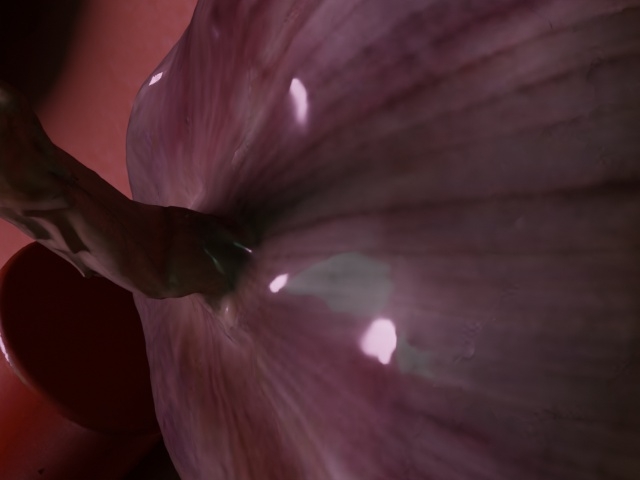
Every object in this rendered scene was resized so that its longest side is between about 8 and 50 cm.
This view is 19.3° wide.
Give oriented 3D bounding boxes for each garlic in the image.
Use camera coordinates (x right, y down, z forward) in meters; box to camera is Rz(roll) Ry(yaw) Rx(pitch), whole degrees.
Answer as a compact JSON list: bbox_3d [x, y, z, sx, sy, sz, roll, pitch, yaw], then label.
[{"bbox_3d":[0.000,0.000,0.522,0.245,0.253,0.245,-10,76,48],"label":"garlic"}]

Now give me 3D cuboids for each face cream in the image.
[{"bbox_3d":[-0.141,0.094,0.799,0.214,0.096,0.095,-46,60,40],"label":"face cream"}]
